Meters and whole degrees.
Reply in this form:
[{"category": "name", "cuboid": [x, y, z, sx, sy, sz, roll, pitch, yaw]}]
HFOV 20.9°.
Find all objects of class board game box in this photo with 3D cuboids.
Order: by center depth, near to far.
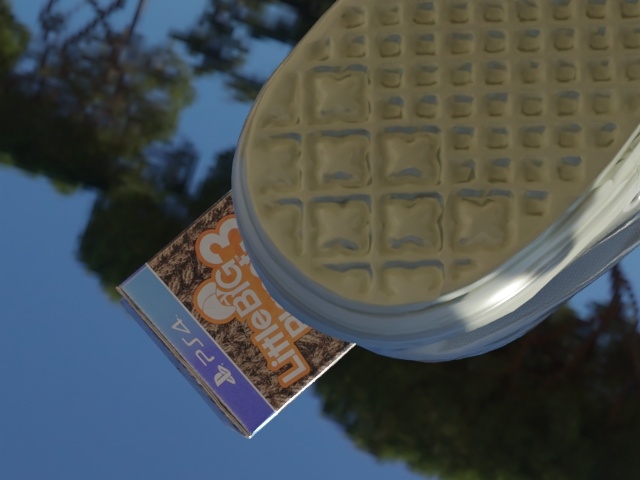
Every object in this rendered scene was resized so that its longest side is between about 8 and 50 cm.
[{"category": "board game box", "cuboid": [0.000, 0.000, 1.317, 0.141, 0.291, 0.232, 49, 173, -1]}]

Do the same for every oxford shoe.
[{"category": "oxford shoe", "cuboid": [0.149, -0.119, 0.659, 0.169, 0.449, 0.130, 45, 170, 18]}]
